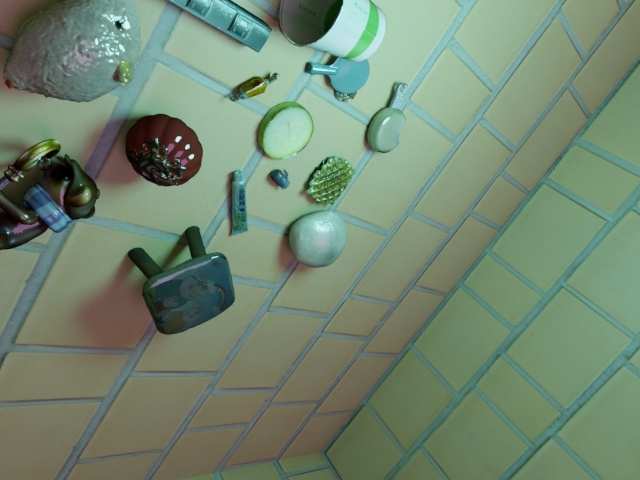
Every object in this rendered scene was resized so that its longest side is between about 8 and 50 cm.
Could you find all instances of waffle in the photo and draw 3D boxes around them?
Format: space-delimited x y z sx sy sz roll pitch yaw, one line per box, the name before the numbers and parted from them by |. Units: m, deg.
waffle | 0.045 -0.247 2.019 0.208 0.054 0.214 23 103 -45

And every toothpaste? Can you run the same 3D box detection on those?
toothpaste | -0.306 -0.134 1.837 0.075 0.048 0.296 -20 139 -27

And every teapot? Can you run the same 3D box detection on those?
teapot | -0.155 -0.242 1.869 0.049 0.063 0.083 -16 148 18

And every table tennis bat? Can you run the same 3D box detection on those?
table tennis bat | 0.065 -0.589 1.702 0.238 0.038 0.149 -4 130 -25

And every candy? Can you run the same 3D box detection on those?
candy | 0.000 0.000 2.108 0.296 0.185 0.295 -20 139 -18
candy | -0.214 -0.492 1.575 0.182 0.053 0.046 -32 153 -13

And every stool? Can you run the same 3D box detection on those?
stool | -0.500 0.143 1.782 0.311 0.226 0.310 -22 138 -23

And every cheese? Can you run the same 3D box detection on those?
cheese | 0.287 -0.496 1.975 0.163 0.082 0.286 -3 126 -40

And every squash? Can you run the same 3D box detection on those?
squash | -0.125 -0.392 1.760 0.219 0.041 0.219 -26 143 -21

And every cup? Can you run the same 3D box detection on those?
cup | 0.050 -0.677 1.491 0.274 0.253 0.253 4 123 -50

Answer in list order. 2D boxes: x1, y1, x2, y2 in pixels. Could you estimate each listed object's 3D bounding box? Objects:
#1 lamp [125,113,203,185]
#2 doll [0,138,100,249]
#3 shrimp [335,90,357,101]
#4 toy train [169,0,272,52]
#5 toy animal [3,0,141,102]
lamp | -0.464 -0.261 1.445 0.227 0.227 0.226 -23 137 -23
doll | -0.799 -0.108 1.345 0.340 0.209 0.318 -29 172 -14
shrimp | 0.090 -0.571 1.774 0.091 0.034 0.161 -32 141 -12
toy train | -0.313 -0.644 1.325 0.410 0.089 0.086 13 121 -47
toy animal | -0.585 -0.455 1.187 0.359 0.188 0.226 -35 135 -8
